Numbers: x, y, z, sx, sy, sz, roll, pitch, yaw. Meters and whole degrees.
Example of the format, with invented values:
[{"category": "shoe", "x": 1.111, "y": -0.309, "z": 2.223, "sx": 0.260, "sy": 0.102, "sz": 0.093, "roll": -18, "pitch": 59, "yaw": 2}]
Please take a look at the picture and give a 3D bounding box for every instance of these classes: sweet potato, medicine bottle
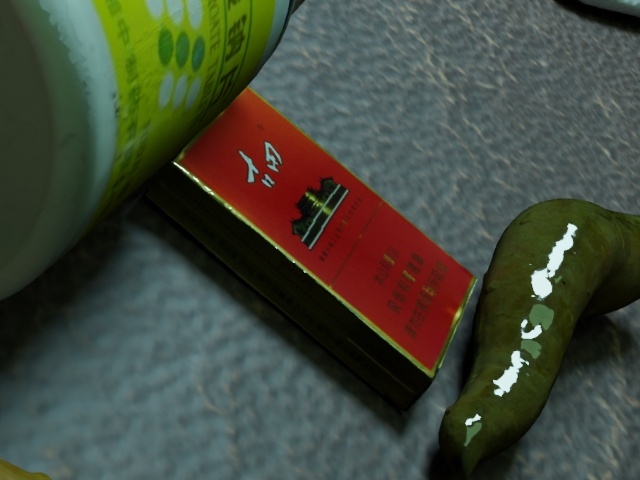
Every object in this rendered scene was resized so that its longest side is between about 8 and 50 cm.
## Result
[{"category": "sweet potato", "x": 0.096, "y": 0.025, "z": 0.700, "sx": 0.069, "sy": 0.059, "sz": 0.249, "roll": 55, "pitch": 36, "yaw": -1}, {"category": "medicine bottle", "x": -0.089, "y": -0.088, "z": 0.549, "sx": 0.143, "sy": 0.143, "sz": 0.258, "roll": 40, "pitch": 30, "yaw": -2}]

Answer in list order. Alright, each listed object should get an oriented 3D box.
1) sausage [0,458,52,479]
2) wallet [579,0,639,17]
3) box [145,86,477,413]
[{"category": "sausage", "x": -0.166, "y": 0.038, "z": 0.347, "sx": 0.270, "sy": 0.109, "sz": 0.109, "roll": 37, "pitch": 31, "yaw": -8}, {"category": "wallet", "x": 0.197, "y": -0.200, "z": 1.119, "sx": 0.183, "sy": 0.032, "sz": 0.124, "roll": 4, "pitch": 45, "yaw": -45}, {"category": "box", "x": 0.000, "y": 0.000, "z": 0.653, "sx": 0.133, "sy": 0.023, "sz": 0.090, "roll": 40, "pitch": 29, "yaw": -2}]
